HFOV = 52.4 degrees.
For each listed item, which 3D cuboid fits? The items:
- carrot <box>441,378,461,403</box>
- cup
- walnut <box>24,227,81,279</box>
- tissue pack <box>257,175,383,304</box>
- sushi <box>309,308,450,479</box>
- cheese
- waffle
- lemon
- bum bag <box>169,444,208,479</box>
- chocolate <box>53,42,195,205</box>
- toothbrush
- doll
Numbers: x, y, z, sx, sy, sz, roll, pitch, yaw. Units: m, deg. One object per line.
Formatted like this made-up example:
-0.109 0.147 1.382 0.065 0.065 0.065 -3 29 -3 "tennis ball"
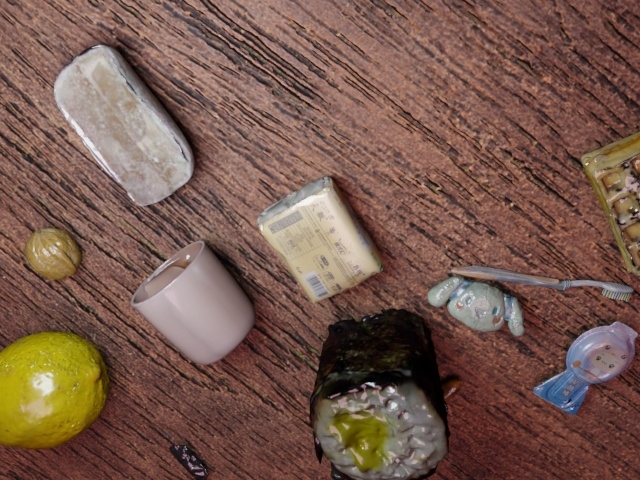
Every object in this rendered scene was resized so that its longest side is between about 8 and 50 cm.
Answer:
0.246 0.384 1.486 0.061 0.061 0.210 40 108 -12 "carrot"
-0.275 0.144 1.377 0.252 0.191 0.200 -18 118 45 "cup"
-0.569 0.030 1.391 0.105 0.105 0.125 -21 121 14 "walnut"
0.000 0.000 1.322 0.186 0.090 0.222 -29 106 19 "tissue pack"
0.120 0.330 1.344 0.281 0.294 0.300 2 115 1 "sushi"
0.580 0.273 1.402 0.135 0.052 0.245 31 113 -8 "cheese"
0.699 -0.122 1.183 0.376 0.114 0.261 -25 110 16 "waffle"
-0.618 0.337 1.443 0.310 0.258 0.258 -31 107 22 "lemon"
-0.326 0.557 1.630 0.057 0.034 0.124 -31 107 32 "bum bag"
-0.366 -0.223 1.256 0.185 0.100 0.303 -27 106 27 "chocolate"
0.458 0.084 1.345 0.374 0.028 0.037 8 122 2 "toothbrush"
0.331 0.136 1.359 0.213 0.071 0.104 23 102 5 "doll"
